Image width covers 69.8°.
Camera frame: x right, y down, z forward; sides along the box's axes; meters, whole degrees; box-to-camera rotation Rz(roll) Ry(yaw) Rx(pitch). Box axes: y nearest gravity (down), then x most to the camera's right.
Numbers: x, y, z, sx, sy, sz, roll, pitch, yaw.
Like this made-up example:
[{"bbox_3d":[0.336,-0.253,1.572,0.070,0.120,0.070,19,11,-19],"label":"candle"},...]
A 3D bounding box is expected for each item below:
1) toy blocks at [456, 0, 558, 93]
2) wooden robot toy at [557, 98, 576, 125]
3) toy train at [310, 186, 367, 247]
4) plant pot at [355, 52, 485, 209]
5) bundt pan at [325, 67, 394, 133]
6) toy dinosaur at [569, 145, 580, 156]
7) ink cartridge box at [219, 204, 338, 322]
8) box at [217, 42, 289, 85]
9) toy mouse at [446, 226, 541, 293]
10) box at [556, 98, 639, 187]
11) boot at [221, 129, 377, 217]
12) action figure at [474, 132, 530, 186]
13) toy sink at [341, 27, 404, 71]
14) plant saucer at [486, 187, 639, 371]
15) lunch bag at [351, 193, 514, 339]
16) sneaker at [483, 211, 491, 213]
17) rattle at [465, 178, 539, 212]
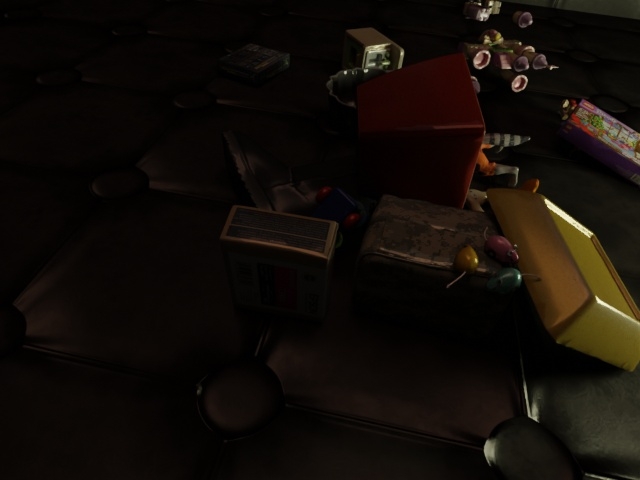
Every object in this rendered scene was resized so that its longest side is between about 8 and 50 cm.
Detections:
[{"bbox_3d":[0.673,-0.687,1.677,0.288,0.309,0.260,-6,38,-11],"label":"toy blocks"},{"bbox_3d":[0.901,-0.443,1.622,0.079,0.076,0.173,19,44,-1],"label":"wooden robot toy"},{"bbox_3d":[0.000,0.000,1.023,0.105,0.248,0.143,46,17,18],"label":"toy train"},{"bbox_3d":[0.197,-0.227,1.028,0.235,0.267,0.267,-1,53,2],"label":"plant pot"},{"bbox_3d":[0.177,-0.441,1.501,0.331,0.124,0.331,3,44,-3],"label":"bundt pan"},{"bbox_3d":[0.836,-0.309,1.495,0.047,0.090,0.082,56,20,16],"label":"toy dinosaur"},{"bbox_3d":[-0.074,0.052,0.867,0.193,0.235,0.088,10,52,6],"label":"ink cartridge box"},{"bbox_3d":[-0.252,-0.675,1.750,0.183,0.059,0.233,21,45,16],"label":"box"},{"bbox_3d":[0.303,0.036,0.773,0.143,0.031,0.161,18,50,15],"label":"toy mouse"},{"bbox_3d":[0.910,-0.313,1.441,0.293,0.057,0.201,38,51,12],"label":"box"},{"bbox_3d":[0.004,-0.187,1.192,0.445,0.146,0.367,-18,58,-18],"label":"boot"},{"bbox_3d":[0.419,-0.325,1.351,0.330,0.178,0.341,18,56,-13],"label":"action figure"},{"bbox_3d":[0.188,-0.686,1.742,0.131,0.153,0.234,-16,48,-21],"label":"toy sink"},{"bbox_3d":[0.491,0.057,0.884,0.333,0.081,0.333,22,44,-33],"label":"plant saucer"},{"bbox_3d":[0.233,0.028,0.942,0.305,0.212,0.256,12,49,8],"label":"lunch bag"},{"bbox_3d":[0.468,-0.002,1.115,0.211,0.080,0.081,12,66,7],"label":"sneaker"},{"bbox_3d":[0.426,-0.120,1.182,0.199,0.143,0.130,31,67,17],"label":"rattle"}]
